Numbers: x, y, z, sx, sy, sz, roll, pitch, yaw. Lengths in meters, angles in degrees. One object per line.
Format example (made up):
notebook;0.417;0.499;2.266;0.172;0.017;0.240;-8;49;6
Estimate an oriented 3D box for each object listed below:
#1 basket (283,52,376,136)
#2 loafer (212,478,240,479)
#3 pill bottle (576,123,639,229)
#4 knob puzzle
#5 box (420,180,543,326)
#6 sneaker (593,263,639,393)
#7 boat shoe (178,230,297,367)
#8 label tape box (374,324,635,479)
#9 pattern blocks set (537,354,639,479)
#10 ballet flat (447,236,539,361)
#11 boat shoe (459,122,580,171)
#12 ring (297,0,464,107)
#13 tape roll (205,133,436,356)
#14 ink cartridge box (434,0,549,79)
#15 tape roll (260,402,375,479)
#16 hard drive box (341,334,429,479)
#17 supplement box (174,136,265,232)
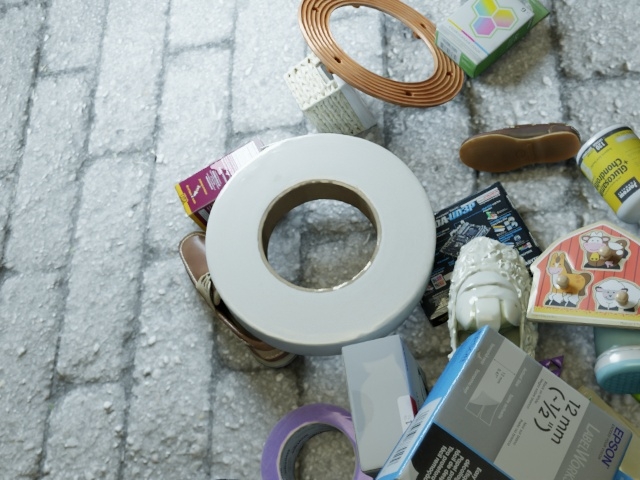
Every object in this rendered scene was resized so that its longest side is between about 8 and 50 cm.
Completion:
basket;0.017;-0.267;1.478;0.103;0.167;0.113;-32;61;10
loafer;-0.110;0.511;1.216;0.109;0.095;0.302;-33;62;2
pill bottle;0.510;-0.093;1.276;0.103;0.103;0.184;-30;61;3
knob puzzle;0.411;0.041;1.173;0.213;0.030;0.213;-14;45;15
box;0.251;0.023;1.339;0.220;0.051;0.175;-27;62;5
sneaker;0.558;0.109;1.167;0.319;0.127;0.208;-4;55;3
boat shoe;-0.154;0.086;1.403;0.123;0.116;0.324;-45;62;-5
label tape box;0.277;0.313;0.993;0.348;0.115;0.249;36;60;5
pattern blocks set;0.413;0.323;1.170;0.285;0.026;0.324;-33;62;2
ballet flat;0.260;0.175;1.180;0.147;0.147;0.408;-2;71;17
boat shoe;0.352;-0.168;1.386;0.207;0.073;0.073;-1;30;14
ring;0.112;-0.361;1.456;0.337;0.032;0.336;15;47;-17
tape roll;0.000;0.000;1.321;0.392;0.072;0.391;-3;66;6
ink cartridge box;0.328;-0.416;1.478;0.209;0.062;0.109;-41;75;-7
tape roll;0.005;0.361;1.255;0.189;0.080;0.188;-7;66;16
hard drive box;0.113;0.265;1.175;0.089;0.232;0.181;-14;65;12
supplement box;-0.166;-0.101;1.495;0.188;0.104;0.080;-30;62;3
